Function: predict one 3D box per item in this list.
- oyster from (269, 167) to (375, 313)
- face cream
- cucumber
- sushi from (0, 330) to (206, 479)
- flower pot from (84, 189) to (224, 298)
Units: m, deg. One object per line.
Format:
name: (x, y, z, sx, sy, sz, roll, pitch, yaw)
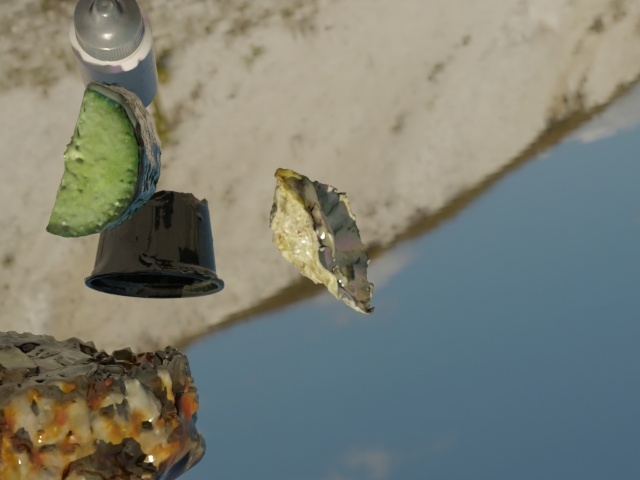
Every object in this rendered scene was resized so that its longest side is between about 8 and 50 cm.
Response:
oyster: (0.003, 0.009, 1.690, 0.072, 0.133, 0.209, -10, 162, 18)
face cream: (-0.228, -0.213, 1.698, 0.092, 0.092, 0.311, -18, 172, -6)
cucumber: (-0.154, -0.056, 1.150, 0.062, 0.116, 0.115, 17, -177, -1)
sushi: (-0.322, 0.188, 1.621, 0.417, 0.176, 0.417, -2, -171, 0)
flower pot: (-0.187, 0.003, 1.750, 0.157, 0.107, 0.157, 0, 166, 0)
